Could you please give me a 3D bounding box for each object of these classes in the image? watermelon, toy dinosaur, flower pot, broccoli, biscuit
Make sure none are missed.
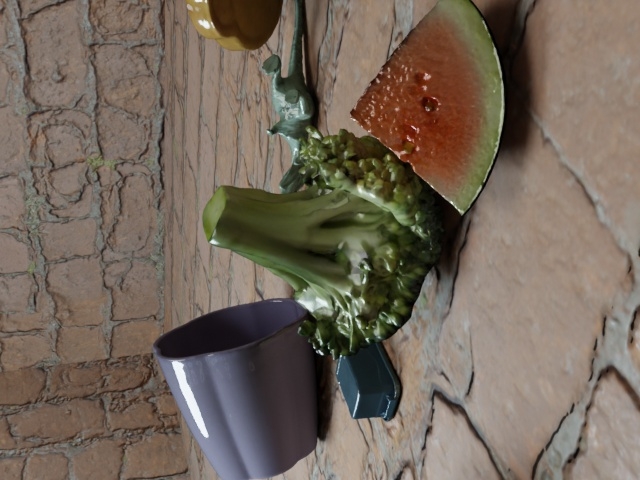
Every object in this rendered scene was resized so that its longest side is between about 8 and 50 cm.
[{"bbox_3d":[0.106,-0.126,0.722,0.145,0.137,0.193,-29,-62,-71],"label":"watermelon"},{"bbox_3d":[-0.045,-0.249,1.152,0.129,0.076,0.383,-43,-44,-83],"label":"toy dinosaur"},{"bbox_3d":[-0.115,0.247,1.291,0.265,0.265,0.243,-161,53,-70],"label":"flower pot"},{"bbox_3d":[0.000,0.000,0.819,0.263,0.243,0.247,179,100,-67],"label":"broccoli"},{"bbox_3d":[-0.131,-0.434,1.097,0.351,0.057,0.312,64,-149,-48],"label":"biscuit"}]

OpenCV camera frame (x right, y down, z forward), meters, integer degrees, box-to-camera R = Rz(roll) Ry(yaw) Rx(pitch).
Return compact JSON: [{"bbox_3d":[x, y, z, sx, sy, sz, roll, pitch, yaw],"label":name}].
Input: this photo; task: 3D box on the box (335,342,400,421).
[{"bbox_3d":[0.057,0.179,0.999,0.099,0.054,0.074,-114,28,-47],"label":"box"}]
